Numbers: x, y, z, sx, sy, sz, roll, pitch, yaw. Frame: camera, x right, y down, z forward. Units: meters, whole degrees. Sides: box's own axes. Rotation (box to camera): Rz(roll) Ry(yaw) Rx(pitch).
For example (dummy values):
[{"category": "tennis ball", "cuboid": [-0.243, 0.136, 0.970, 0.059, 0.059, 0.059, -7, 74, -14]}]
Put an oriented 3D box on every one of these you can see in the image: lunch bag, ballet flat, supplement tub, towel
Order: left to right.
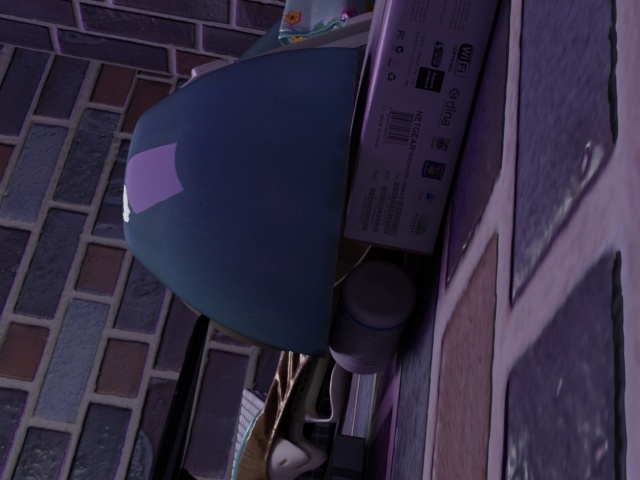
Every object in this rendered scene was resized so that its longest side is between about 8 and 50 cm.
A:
[{"category": "towel", "cuboid": [-0.071, 0.397, 1.630, 0.283, 0.121, 0.235, 175, 104, -74]}, {"category": "ballet flat", "cuboid": [-0.029, 0.265, 1.416, 0.116, 0.124, 0.342, 22, -90, -51]}, {"category": "lunch bag", "cuboid": [0.058, -0.338, 1.534, 0.262, 0.160, 0.223, 48, -139, -47]}, {"category": "supplement tub", "cuboid": [0.048, 0.074, 0.885, 0.107, 0.071, 0.071, 102, 178, -55]}]

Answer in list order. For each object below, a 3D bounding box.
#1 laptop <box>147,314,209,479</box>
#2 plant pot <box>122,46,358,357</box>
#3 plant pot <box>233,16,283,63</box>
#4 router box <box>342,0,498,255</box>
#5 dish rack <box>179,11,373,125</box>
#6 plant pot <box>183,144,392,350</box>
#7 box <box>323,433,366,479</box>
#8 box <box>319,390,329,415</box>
[{"category": "laptop", "cuboid": [-0.080, 0.367, 0.985, 0.382, 0.236, 0.408, -83, 7, -56]}, {"category": "plant pot", "cuboid": [-0.075, -0.045, 0.881, 0.290, 0.195, 0.290, 6, -90, -90]}, {"category": "plant pot", "cuboid": [-0.062, -0.216, 1.693, 0.334, 0.341, 0.341, -56, -11, -30]}, {"category": "router box", "cuboid": [0.093, -0.203, 0.845, 0.301, 0.082, 0.335, -83, 3, -65]}, {"category": "dish rack", "cuboid": [-0.039, -0.183, 1.216, 0.285, 0.332, 0.072, 103, 145, -70]}, {"category": "plant pot", "cuboid": [-0.030, 0.027, 1.161, 0.191, 0.284, 0.284, 62, -151, -48]}, {"category": "box", "cuboid": [0.015, 0.329, 1.014, 0.186, 0.038, 0.145, -83, 3, -49]}, {"category": "box", "cuboid": [-0.011, 0.346, 1.834, 0.225, 0.036, 0.136, -89, 9, -79]}]
